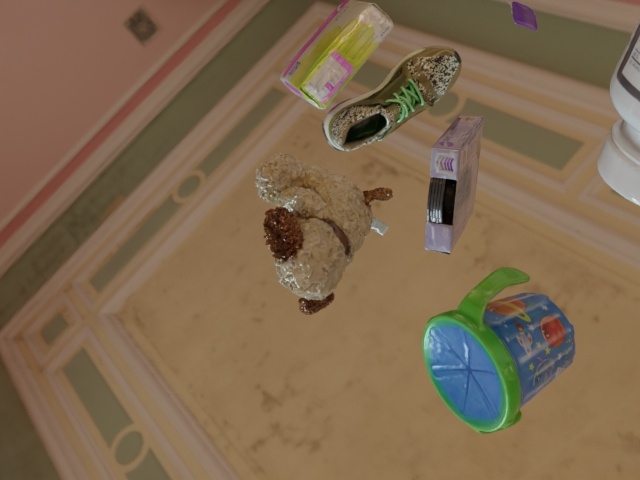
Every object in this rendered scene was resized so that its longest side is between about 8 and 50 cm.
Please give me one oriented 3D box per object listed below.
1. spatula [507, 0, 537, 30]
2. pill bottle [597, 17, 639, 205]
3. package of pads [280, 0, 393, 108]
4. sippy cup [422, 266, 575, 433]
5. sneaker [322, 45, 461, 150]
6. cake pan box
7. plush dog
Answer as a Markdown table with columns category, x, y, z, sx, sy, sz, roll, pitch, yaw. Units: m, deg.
| category | x | y | z | sx | sy | sz | roll | pitch | yaw |
| --- | --- | --- | --- | --- | --- | --- | --- | --- | --- |
| spatula | 0.536 | -0.693 | 2.111 | 0.030 | 0.296 | 0.084 | -20 | -117 | 42 |
| pill bottle | 0.386 | -0.182 | 0.685 | 0.176 | 0.318 | 0.176 | 8 | -141 | -7 |
| package of pads | 0.038 | -0.497 | 1.924 | 0.296 | 0.101 | 0.229 | -49 | -154 | 5 |
| sippy cup | 0.351 | 0.210 | 1.387 | 0.224 | 0.305 | 0.240 | -20 | -113 | -27 |
| sneaker | 0.196 | -0.342 | 1.888 | 0.410 | 0.158 | 0.182 | -34 | -156 | 13 |
| cake pan box | 0.302 | -0.130 | 1.642 | 0.070 | 0.245 | 0.267 | 9 | -151 | 20 |
| plush dog | 0.000 | 0.000 | 1.213 | 0.211 | 0.262 | 0.225 | -3 | -137 | 30 |
